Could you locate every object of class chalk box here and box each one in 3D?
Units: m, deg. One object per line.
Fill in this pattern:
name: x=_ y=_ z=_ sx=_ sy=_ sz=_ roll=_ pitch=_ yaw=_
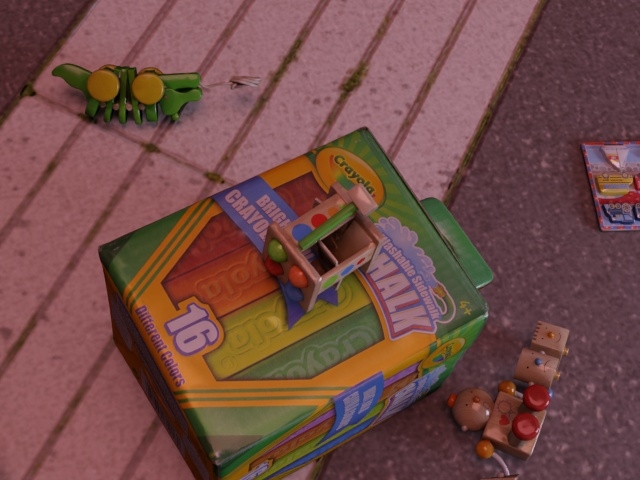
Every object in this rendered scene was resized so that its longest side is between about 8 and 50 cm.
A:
chalk box: x=0.002 y=0.050 z=0.780 sx=0.289 sy=0.179 sz=0.180 roll=-28 pitch=70 yaw=-18

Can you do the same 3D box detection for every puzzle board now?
puzzle board: x=0.319 y=-0.054 z=0.961 sx=0.128 sy=0.011 sz=0.096 roll=-1 pitch=64 yaw=-8

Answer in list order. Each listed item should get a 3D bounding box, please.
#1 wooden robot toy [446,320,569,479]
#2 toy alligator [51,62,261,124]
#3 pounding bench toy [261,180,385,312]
wooden robot toy: x=0.144 y=0.132 z=0.820 sx=0.079 sy=0.076 sz=0.173 roll=19 pitch=62 yaw=15
toy alligator: x=-0.150 y=-0.131 z=0.928 sx=0.190 sy=0.056 sz=0.051 roll=3 pitch=105 yaw=-6
pounding bench toy: x=0.000 y=0.000 z=0.659 sx=0.065 sy=0.083 sz=0.052 roll=-33 pitch=73 yaw=-21
